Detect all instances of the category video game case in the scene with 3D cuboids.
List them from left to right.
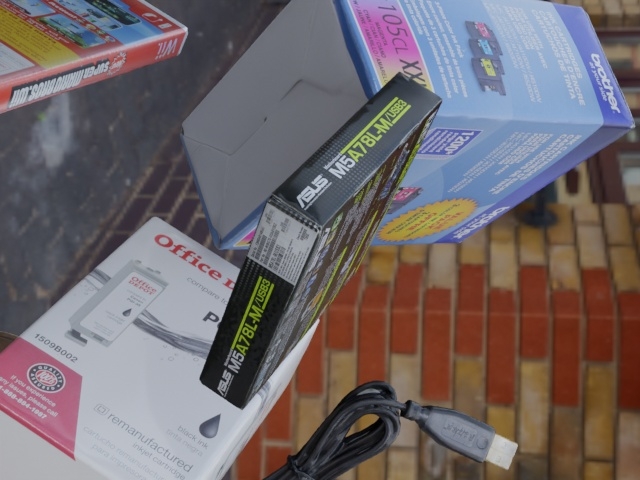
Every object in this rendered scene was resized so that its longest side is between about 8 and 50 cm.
[{"bbox_3d":[-0.228,-0.146,0.608,0.025,0.204,0.285,-62,170,27],"label":"video game case"}]

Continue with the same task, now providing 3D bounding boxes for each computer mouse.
[{"bbox_3d":[0.084,0.193,0.692,0.184,0.262,0.060,-52,-169,25],"label":"computer mouse"}]

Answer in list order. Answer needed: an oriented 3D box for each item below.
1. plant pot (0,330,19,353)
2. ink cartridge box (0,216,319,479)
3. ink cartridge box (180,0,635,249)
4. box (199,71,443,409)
[{"bbox_3d":[-0.378,0.213,1.128,0.165,0.166,0.167,-77,165,-55],"label":"plant pot"},{"bbox_3d":[-0.159,0.130,0.950,0.283,0.207,0.117,-51,170,-49],"label":"ink cartridge box"},{"bbox_3d":[0.106,-0.111,1.012,0.270,0.395,0.151,-38,-116,46],"label":"ink cartridge box"},{"bbox_3d":[0.000,0.000,0.718,0.184,0.045,0.191,-51,169,-46],"label":"box"}]
